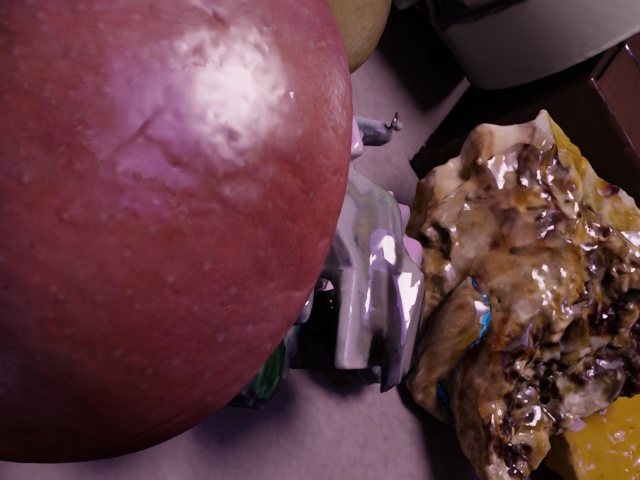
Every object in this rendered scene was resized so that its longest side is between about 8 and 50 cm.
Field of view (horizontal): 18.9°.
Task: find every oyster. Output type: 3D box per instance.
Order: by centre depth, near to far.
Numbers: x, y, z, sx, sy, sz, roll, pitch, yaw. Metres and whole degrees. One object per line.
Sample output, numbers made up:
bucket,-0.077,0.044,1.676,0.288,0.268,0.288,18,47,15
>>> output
oyster,0.142,0.035,1.324,0.214,0.083,0.223,-37,95,-11

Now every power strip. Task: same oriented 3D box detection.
power strip,0.203,-0.260,1.442,0.161,0.357,0.357,55,38,-14

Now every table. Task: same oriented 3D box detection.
table,0.210,-0.067,1.466,0.169,0.172,0.193,57,37,-14

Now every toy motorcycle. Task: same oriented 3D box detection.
toy motorcycle,0.000,0.000,1.162,0.327,0.143,0.188,2,88,-71

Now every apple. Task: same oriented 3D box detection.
apple,-0.130,-0.045,0.941,0.235,0.305,0.306,27,52,-38

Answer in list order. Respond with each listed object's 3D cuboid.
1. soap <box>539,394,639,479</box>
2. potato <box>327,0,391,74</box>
soap,0.330,0.076,1.432,0.169,0.304,0.339,51,39,-15
potato,-0.043,-0.207,1.242,0.235,0.160,0.178,51,-2,1
